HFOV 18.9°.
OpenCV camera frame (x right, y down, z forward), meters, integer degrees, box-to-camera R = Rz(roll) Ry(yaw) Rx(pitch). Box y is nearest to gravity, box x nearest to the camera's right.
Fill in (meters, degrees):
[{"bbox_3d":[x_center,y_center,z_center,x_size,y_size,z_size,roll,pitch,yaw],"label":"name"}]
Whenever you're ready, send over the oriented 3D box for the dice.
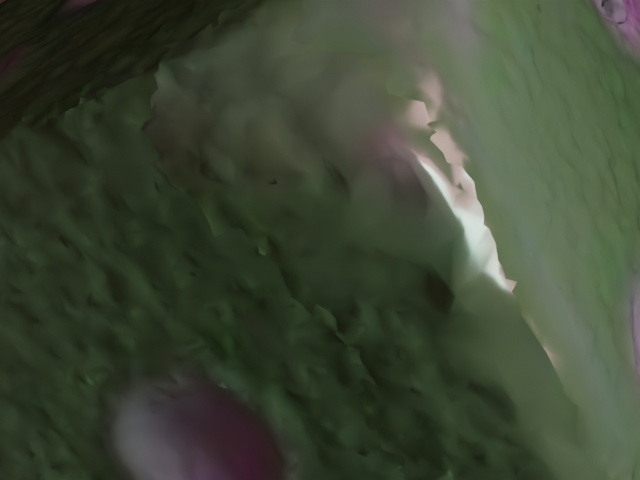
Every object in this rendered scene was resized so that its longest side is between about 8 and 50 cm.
[{"bbox_3d":[0.000,0.000,0.891,0.318,0.322,0.330,59,34,-20],"label":"dice"}]
